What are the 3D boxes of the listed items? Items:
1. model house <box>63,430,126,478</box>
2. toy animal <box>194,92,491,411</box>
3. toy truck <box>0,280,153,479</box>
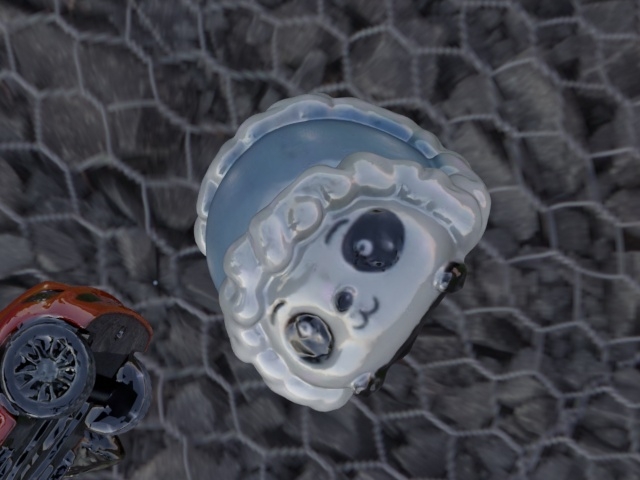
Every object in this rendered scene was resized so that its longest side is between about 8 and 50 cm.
[{"bbox_3d":[-0.237,0.115,1.096,0.152,0.165,0.106,-7,79,-47],"label":"model house"},{"bbox_3d":[0.000,0.000,1.245,0.156,0.204,0.208,31,107,-23],"label":"toy animal"},{"bbox_3d":[-0.190,0.118,0.834,0.114,0.107,0.252,34,87,15],"label":"toy truck"}]
